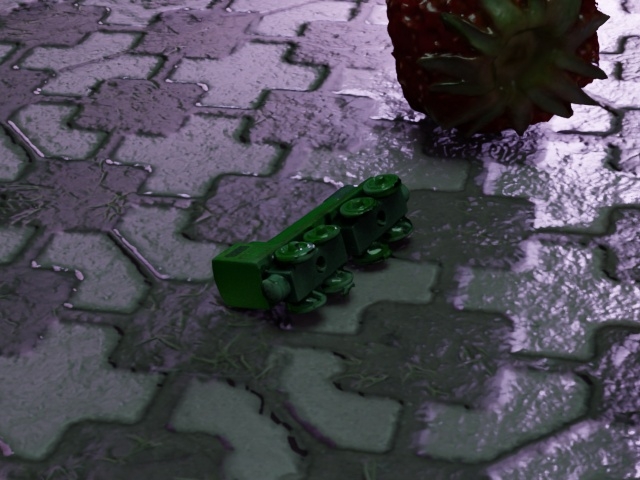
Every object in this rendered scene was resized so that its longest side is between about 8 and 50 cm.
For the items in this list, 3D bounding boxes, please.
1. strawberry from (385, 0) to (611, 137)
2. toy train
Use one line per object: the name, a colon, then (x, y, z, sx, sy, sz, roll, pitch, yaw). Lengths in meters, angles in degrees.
strawberry: (0.197, -0.294, 1.698, 0.292, 0.292, 0.343, -11, 37, -13)
toy train: (0.000, 0.000, 1.439, 0.119, 0.085, 0.251, 2, 26, 37)
